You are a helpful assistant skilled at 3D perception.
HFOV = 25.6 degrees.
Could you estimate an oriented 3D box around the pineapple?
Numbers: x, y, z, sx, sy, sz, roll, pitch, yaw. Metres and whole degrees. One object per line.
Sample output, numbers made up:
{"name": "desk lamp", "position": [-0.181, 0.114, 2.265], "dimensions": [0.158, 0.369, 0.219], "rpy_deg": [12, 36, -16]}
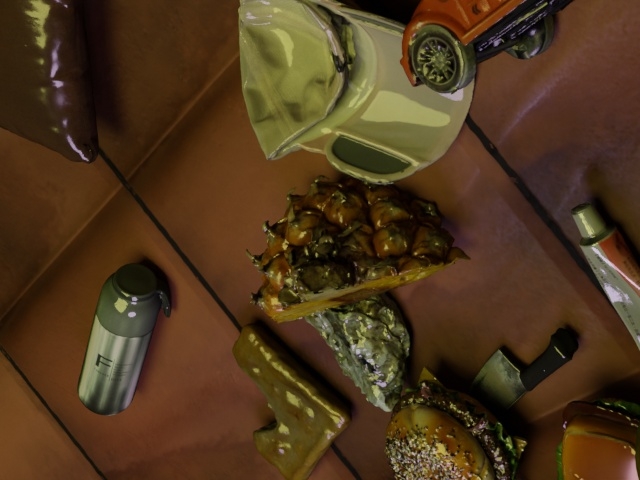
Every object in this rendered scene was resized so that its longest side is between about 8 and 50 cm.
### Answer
{"name": "pineapple", "position": [-0.004, 0.002, 1.451], "dimensions": [0.249, 0.164, 0.140], "rpy_deg": [-20, 80, 40]}

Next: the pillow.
{"name": "pillow", "position": [-0.385, -0.268, 1.652], "dimensions": [0.307, 0.108, 0.305], "rpy_deg": [23, 130, 29]}

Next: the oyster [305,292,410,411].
{"name": "oyster", "position": [0.037, 0.102, 1.575], "dimensions": [0.177, 0.064, 0.125], "rpy_deg": [41, 141, 14]}

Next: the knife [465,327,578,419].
{"name": "knife", "position": [0.197, 0.148, 1.495], "dimensions": [0.060, 0.028, 0.230], "rpy_deg": [46, 143, 9]}

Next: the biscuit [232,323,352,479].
{"name": "biscuit", "position": [-0.052, 0.209, 1.743], "dimensions": [0.174, 0.039, 0.183], "rpy_deg": [38, 136, 13]}

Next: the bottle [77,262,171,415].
{"name": "bottle", "position": [-0.257, 0.133, 1.847], "dimensions": [0.096, 0.079, 0.254], "rpy_deg": [10, 135, -11]}

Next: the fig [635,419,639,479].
{"name": "fig", "position": [0.399, 0.192, 1.205], "dimensions": [0.239, 0.239, 0.271], "rpy_deg": [9, 154, 37]}

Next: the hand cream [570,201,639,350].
{"name": "hand cream", "position": [0.300, 0.056, 1.333], "dimensions": [0.216, 0.038, 0.052], "rpy_deg": [57, 163, -14]}

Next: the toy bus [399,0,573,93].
{"name": "toy bus", "position": [0.183, -0.249, 1.146], "dimensions": [0.329, 0.143, 0.153], "rpy_deg": [-34, 83, 49]}

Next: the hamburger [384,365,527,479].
{"name": "hamburger", "position": [0.138, 0.237, 1.544], "dimensions": [0.164, 0.093, 0.190], "rpy_deg": [28, 142, 29]}

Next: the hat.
{"name": "hat", "position": [0.033, -0.182, 1.372], "dimensions": [0.226, 0.164, 0.219], "rpy_deg": [3, 132, -6]}

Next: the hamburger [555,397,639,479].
{"name": "hamburger", "position": [0.298, 0.226, 1.409], "dimensions": [0.137, 0.087, 0.166], "rpy_deg": [15, 126, 35]}
